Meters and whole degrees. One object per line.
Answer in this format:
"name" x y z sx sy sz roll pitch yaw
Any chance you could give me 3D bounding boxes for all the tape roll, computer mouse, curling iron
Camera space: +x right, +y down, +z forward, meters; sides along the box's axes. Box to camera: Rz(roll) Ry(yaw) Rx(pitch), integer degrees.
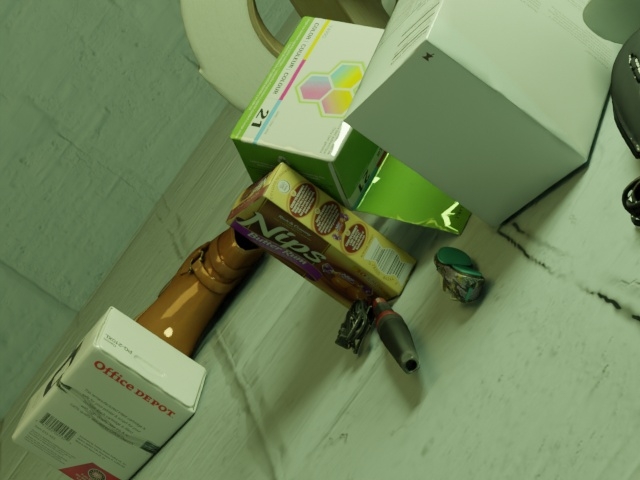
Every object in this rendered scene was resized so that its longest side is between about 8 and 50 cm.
"tape roll" 0.006 -0.327 1.966 0.392 0.392 0.072 -51 14 15
"computer mouse" 0.302 -0.145 1.216 0.184 0.060 0.262 -46 16 35
"curling iron" 0.065 0.100 1.489 0.068 0.035 0.274 -59 13 0

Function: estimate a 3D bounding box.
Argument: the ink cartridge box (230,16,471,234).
"ink cartridge box" 0.063 -0.129 1.609 0.255 0.097 0.189 13 60 28

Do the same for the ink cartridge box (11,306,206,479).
"ink cartridge box" -0.299 0.233 2.117 0.237 0.172 0.100 -46 16 31

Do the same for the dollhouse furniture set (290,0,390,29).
"dollhouse furniture set" 0.163 -0.418 2.167 0.394 0.256 0.362 -37 9 -18

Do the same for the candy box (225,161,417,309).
"candy box" 0.000 0.000 1.625 0.109 0.186 0.053 -29 29 60

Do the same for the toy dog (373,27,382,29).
"toy dog" 0.066 -0.144 1.831 0.161 0.220 0.334 -5 44 21

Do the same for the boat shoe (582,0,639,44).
"boat shoe" 0.328 -0.239 1.337 0.219 0.078 0.070 -20 37 54

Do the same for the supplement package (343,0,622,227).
"supplement package" 0.163 -0.164 1.447 0.149 0.194 0.203 -41 19 48

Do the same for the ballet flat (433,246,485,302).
"ballet flat" 0.129 0.036 1.426 0.041 0.041 0.114 -53 12 7

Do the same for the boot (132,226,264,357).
"boot" -0.174 0.086 2.240 0.220 0.109 0.283 -42 11 31
